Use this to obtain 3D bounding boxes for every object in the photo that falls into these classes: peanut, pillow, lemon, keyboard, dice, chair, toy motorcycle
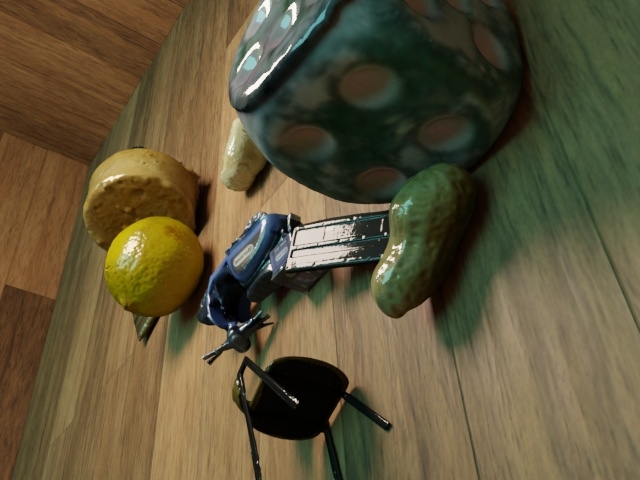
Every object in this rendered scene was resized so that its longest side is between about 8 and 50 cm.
[{"bbox_3d":[0.139,-0.003,0.989,0.110,0.120,0.236,24,83,24],"label":"peanut"},{"bbox_3d":[-0.532,0.213,2.112,0.113,0.038,0.203,-58,29,10],"label":"pillow"},{"bbox_3d":[-0.430,0.067,1.814,0.267,0.267,0.267,-41,37,41],"label":"lemon"},{"bbox_3d":[0.007,0.006,1.198,0.381,0.041,0.103,-4,62,33],"label":"keyboard"},{"bbox_3d":[0.077,-0.278,1.067,0.328,0.348,0.330,-37,41,42],"label":"dice"},{"bbox_3d":[-0.041,0.259,1.071,0.172,0.159,0.247,-62,29,14],"label":"chair"},{"bbox_3d":[-0.141,0.093,1.412,0.358,0.125,0.212,-46,38,29],"label":"toy motorcycle"}]

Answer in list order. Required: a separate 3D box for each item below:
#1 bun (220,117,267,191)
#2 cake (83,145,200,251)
[{"bbox_3d":[-0.189,-0.216,1.763,0.164,0.111,0.188,135,146,-68],"label":"bun"},{"bbox_3d":[-0.518,-0.144,2.065,0.332,0.332,0.321,-52,25,26],"label":"cake"}]
